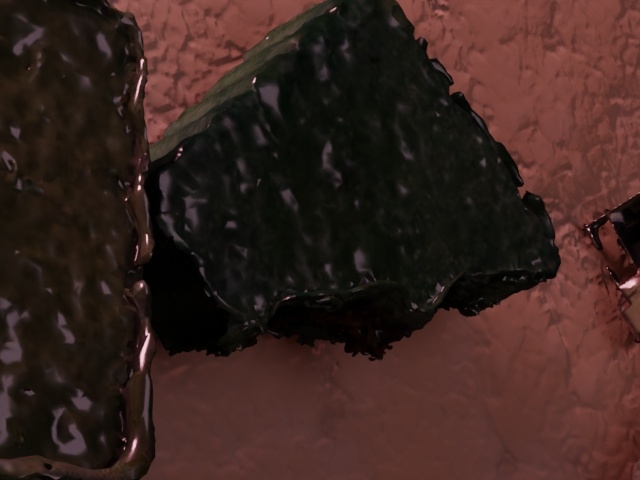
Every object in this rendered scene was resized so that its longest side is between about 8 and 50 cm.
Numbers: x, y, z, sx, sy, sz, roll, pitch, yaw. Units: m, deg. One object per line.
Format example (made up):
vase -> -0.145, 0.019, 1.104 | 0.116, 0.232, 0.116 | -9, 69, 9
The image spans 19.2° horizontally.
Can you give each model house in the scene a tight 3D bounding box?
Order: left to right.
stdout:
model house -> 0.203, 0.018, 1.157 | 0.083, 0.057, 0.058 | 62, 19, 19

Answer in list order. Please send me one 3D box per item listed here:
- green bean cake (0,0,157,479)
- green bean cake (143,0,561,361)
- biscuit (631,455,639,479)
green bean cake -> -0.199, -0.004, 0.776 | 0.255, 0.132, 0.241 | 10, 70, -35
green bean cake -> 0.000, 0.000, 0.955 | 0.208, 0.107, 0.193 | -46, 109, -38
biscuit -> 0.238, 0.198, 1.084 | 0.179, 0.084, 0.281 | 37, 51, -6
